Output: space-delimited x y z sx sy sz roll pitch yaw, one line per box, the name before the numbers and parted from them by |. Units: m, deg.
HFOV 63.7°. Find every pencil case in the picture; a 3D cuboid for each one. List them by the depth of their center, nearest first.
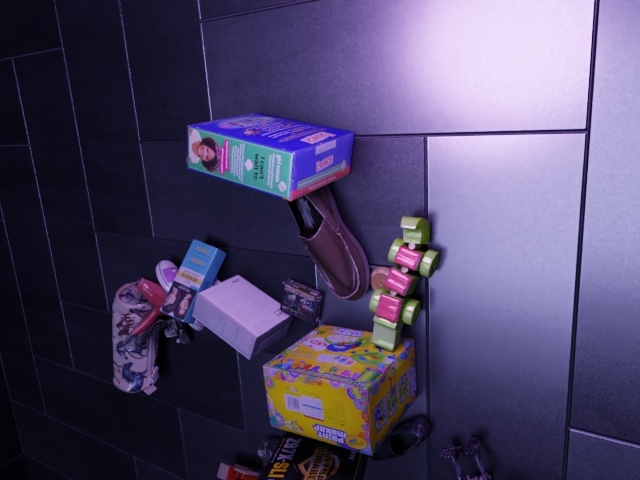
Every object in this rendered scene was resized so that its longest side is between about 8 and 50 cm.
pencil case | -0.653 0.347 1.852 0.184 0.160 0.409 17 113 16

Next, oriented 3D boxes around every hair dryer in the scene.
hair dryer | -0.552 0.256 1.713 0.080 0.224 0.293 31 130 58

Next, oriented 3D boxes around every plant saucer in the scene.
plant saucer | 0.162 0.110 1.338 0.084 0.015 0.083 10 109 30

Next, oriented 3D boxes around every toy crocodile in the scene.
toy crocodile | 0.193 0.106 1.242 0.115 0.105 0.340 23 103 26

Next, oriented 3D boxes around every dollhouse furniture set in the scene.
dollhouse furniture set | -0.311 0.904 1.747 0.135 0.262 0.258 -4 65 44

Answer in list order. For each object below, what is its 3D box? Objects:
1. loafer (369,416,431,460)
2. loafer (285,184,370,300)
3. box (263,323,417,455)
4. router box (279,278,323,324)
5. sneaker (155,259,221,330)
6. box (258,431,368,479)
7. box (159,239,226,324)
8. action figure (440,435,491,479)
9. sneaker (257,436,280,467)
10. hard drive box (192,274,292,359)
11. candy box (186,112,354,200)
loafer | 0.203 0.549 1.402 0.223 0.078 0.076 -43 79 34
loafer | 0.000 0.000 1.339 0.134 0.130 0.365 -29 87 36
box | 0.059 0.361 1.318 0.290 0.279 0.176 3 106 33
router box | -0.055 0.175 1.484 0.123 0.038 0.092 20 115 27
sneaker | -0.414 0.138 1.689 0.161 0.102 0.282 -47 71 14
box | -0.021 0.639 1.389 0.257 0.322 0.079 -6 101 16
box | -0.395 0.127 1.600 0.101 0.060 0.244 19 79 24
action figure | 0.395 0.641 1.271 0.164 0.141 0.275 -29 84 34
sneaker | -0.133 0.668 1.652 0.130 0.087 0.227 33 125 14
hard drive box | -0.228 0.218 1.524 0.232 0.181 0.089 32 120 22
candy box | -0.119 -0.219 1.267 0.317 0.268 0.122 17 117 29
